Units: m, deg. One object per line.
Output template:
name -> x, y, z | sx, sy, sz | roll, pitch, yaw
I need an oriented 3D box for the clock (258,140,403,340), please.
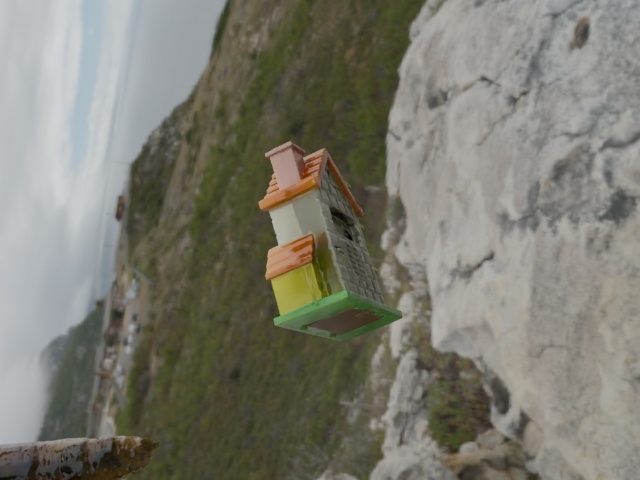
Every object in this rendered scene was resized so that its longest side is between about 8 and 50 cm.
clock -> 0.000, 0.000, 1.073 | 0.106, 0.220, 0.255 | -24, 68, 18

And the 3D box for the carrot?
carrot -> -0.295, 0.206, 0.636 | 0.066, 0.314, 0.066 | 171, 90, -79
